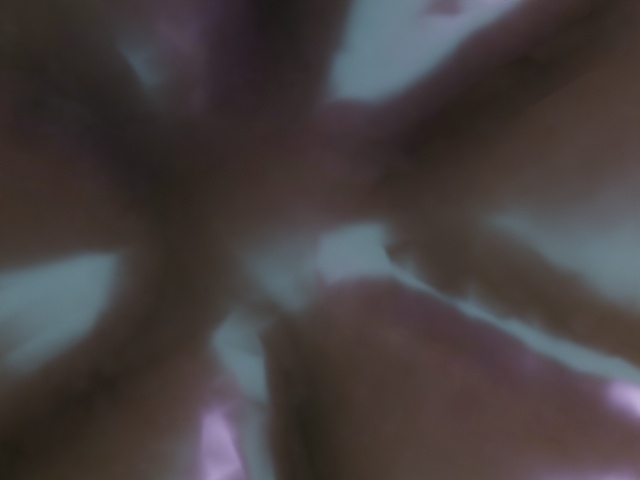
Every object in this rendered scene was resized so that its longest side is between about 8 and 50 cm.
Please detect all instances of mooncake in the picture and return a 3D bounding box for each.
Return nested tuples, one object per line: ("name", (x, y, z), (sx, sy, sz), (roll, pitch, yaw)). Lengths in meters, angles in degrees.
("mooncake", (0.000, 0.000, 0.773), (0.467, 0.262, 0.467), (-1, 85, 13))
